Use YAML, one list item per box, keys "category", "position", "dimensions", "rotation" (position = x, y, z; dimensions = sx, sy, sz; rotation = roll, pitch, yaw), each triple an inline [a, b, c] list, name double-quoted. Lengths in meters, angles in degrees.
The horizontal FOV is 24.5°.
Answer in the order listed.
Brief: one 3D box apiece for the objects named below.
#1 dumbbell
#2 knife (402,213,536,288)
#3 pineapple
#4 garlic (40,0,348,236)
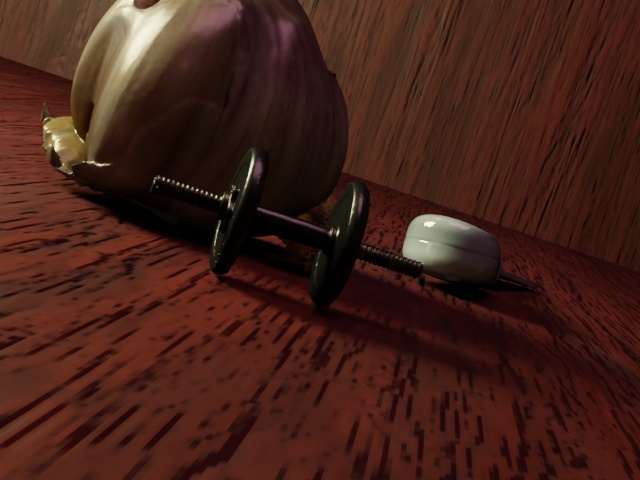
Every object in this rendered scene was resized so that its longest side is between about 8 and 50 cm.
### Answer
- category: "dumbbell"
  position: [-0.016, -0.007, 0.757]
  dimensions: [0.147, 0.069, 0.069]
  rotation: [19, 5, -11]
- category: "knife"
  position: [0.123, 0.019, 1.210]
  dimensions: [0.080, 0.044, 0.331]
  rotation: [13, -3, 15]
- category: "pineapple"
  position: [0.000, 0.000, 0.902]
  dimensions: [0.019, 0.045, 0.083]
  rotation: [-23, 0, 21]
- category: "garlic"
  position: [-0.087, -0.110, 0.959]
  dimensions: [0.207, 0.256, 0.207]
  rotation: [-1, -34, -1]
